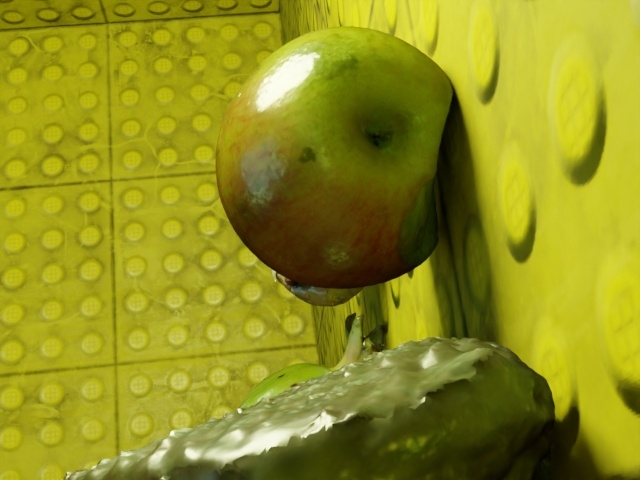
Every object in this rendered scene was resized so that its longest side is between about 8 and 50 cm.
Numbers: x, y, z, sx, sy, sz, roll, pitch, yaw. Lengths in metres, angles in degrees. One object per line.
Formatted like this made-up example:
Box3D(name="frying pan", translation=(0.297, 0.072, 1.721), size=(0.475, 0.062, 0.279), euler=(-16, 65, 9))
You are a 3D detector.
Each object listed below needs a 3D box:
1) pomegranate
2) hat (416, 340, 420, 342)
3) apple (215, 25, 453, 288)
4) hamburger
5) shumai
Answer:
Box3D(name="pomegranate", translation=(0.005, 0.270, 1.225), size=(0.260, 0.260, 0.341), euler=(122, 172, -82))
Box3D(name="hat", translation=(0.111, 0.176, 0.816), size=(0.146, 0.067, 0.146), euler=(-34, 42, 37))
Box3D(name="apple", translation=(0.028, -0.077, 0.789), size=(0.226, 0.246, 0.246), euler=(141, 126, -62))
Box3D(name="hamburger", translation=(0.000, 0.000, 1.329), size=(0.245, 0.282, 0.156), euler=(2, 111, 44))
Box3D(name="shumai", translation=(0.015, 0.253, 0.556), size=(0.397, 0.324, 0.324), euler=(-33, 77, 45))
